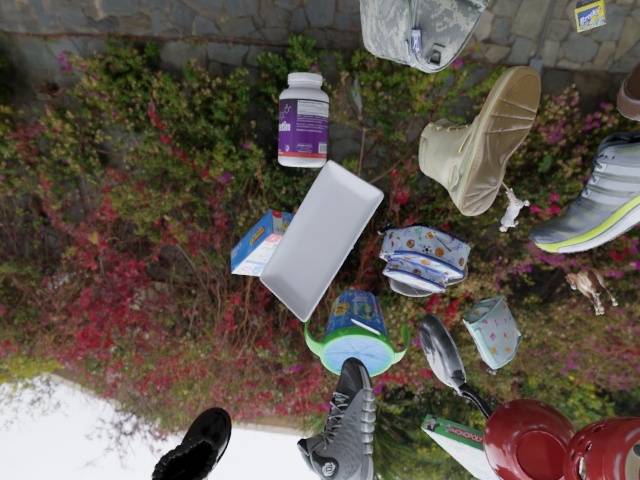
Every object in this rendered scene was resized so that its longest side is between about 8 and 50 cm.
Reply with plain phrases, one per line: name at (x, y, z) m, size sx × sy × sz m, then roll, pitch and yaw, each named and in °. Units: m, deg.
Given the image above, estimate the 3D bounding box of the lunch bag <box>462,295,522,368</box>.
lunch bag at (0.726, 0.392, 1.810) m, size 0.160 × 0.223 × 0.262 m, roll -26°, pitch -179°, yaw 42°

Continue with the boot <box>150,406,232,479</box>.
boot at (-0.330, 0.566, 1.147) m, size 0.131 × 0.260 × 0.348 m, roll 25°, pitch -141°, yaw 2°

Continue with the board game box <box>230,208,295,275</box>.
board game box at (-0.102, 0.030, 1.424) m, size 0.301 × 0.308 × 0.086 m, roll 10°, pitch -121°, yaw -32°

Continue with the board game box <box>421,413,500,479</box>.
board game box at (0.442, 0.586, 1.134) m, size 0.213 × 0.317 × 0.046 m, roll -4°, pitch -134°, yaw 52°

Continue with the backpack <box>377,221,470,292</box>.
backpack at (0.336, 0.050, 1.365) m, size 0.276 × 0.213 × 0.263 m, roll 16°, pitch 164°, yaw -13°

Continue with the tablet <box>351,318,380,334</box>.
tablet at (0.125, 0.238, 1.170) m, size 0.083 × 0.006 × 0.054 m, roll 23°, pitch 167°, yaw 20°

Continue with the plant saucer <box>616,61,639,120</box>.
plant saucer at (0.566, -0.267, 0.681) m, size 0.029 × 0.168 × 0.168 m, roll 37°, pitch -169°, yaw -25°

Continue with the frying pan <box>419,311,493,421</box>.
frying pan at (0.319, 0.328, 1.026) m, size 0.053 × 0.197 × 0.326 m, roll -18°, pitch -118°, yaw -5°

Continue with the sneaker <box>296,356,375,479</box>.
sneaker at (0.023, 0.325, 0.748) m, size 0.132 × 0.229 × 0.086 m, roll 5°, pitch 162°, yaw -22°

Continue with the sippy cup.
sippy cup at (0.119, 0.293, 1.402) m, size 0.305 × 0.240 × 0.224 m, roll 36°, pitch -147°, yaw -24°

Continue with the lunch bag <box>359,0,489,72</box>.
lunch bag at (0.226, -0.537, 0.976) m, size 0.212 × 0.256 × 0.305 m, roll 6°, pitch -155°, yaw -23°

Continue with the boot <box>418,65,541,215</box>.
boot at (0.278, -0.206, 0.792) m, size 0.095 × 0.262 × 0.203 m, roll 0°, pitch -147°, yaw -17°

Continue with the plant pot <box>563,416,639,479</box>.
plant pot at (0.479, 0.352, 0.608) m, size 0.191 × 0.174 × 0.191 m, roll -4°, pitch -117°, yaw 8°

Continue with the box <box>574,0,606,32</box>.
box at (0.643, -0.549, 1.010) m, size 0.059 × 0.054 × 0.169 m, roll -6°, pitch -149°, yaw 36°

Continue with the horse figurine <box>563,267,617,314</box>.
horse figurine at (0.913, 0.157, 1.435) m, size 0.066 × 0.174 × 0.263 m, roll -24°, pitch 155°, yaw 14°

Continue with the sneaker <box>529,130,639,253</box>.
sneaker at (0.430, -0.085, 0.618) m, size 0.111 × 0.300 × 0.121 m, roll -32°, pitch -99°, yaw -44°

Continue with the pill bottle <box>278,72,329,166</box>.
pill bottle at (-0.063, -0.435, 1.558) m, size 0.181 × 0.323 × 0.181 m, roll 2°, pitch -169°, yaw 0°

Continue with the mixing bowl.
mixing bowl at (0.408, 0.398, 0.803) m, size 0.181 × 0.181 × 0.098 m, roll 15°, pitch 168°, yaw 21°

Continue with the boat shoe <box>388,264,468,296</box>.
boat shoe at (0.416, 0.143, 1.682) m, size 0.355 × 0.132 × 0.130 m, roll -7°, pitch 179°, yaw -23°

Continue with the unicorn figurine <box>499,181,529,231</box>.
unicorn figurine at (0.585, -0.098, 1.293) m, size 0.111 × 0.162 × 0.060 m, roll -6°, pitch -162°, yaw -44°

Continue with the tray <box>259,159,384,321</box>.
tray at (0.000, 0.000, 0.779) m, size 0.145 × 0.270 × 0.030 m, roll 39°, pitch -167°, yaw 35°
